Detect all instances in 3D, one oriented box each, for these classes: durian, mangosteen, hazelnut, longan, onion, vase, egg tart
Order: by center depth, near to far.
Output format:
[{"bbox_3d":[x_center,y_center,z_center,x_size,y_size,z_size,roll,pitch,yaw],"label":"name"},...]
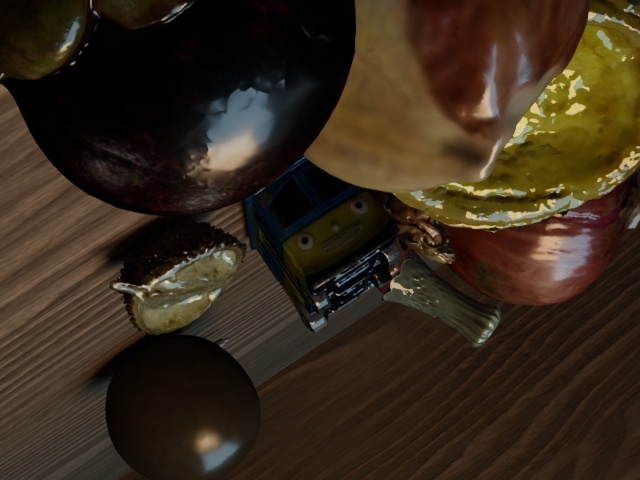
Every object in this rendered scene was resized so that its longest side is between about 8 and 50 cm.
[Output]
[{"bbox_3d":[-0.081,-0.114,0.536,0.210,0.210,0.210,-33,169,-7],"label":"mangosteen"},{"bbox_3d":[0.072,-0.150,0.691,0.261,0.241,0.261,-27,164,-8],"label":"hazelnut"},{"bbox_3d":[0.208,-0.160,1.054,0.345,0.132,0.345,-1,133,-1],"label":"egg tart"},{"bbox_3d":[-0.177,0.031,1.149,0.188,0.091,0.148,-13,144,-54],"label":"durian"},{"bbox_3d":[0.163,0.082,1.316,0.081,0.148,0.081,-58,175,-9],"label":"vase"},{"bbox_3d":[0.268,-0.078,1.323,0.353,0.354,0.353,-33,169,-7],"label":"onion"},{"bbox_3d":[-0.229,0.282,1.642,0.258,0.258,0.258,-33,169,-7],"label":"longan"}]

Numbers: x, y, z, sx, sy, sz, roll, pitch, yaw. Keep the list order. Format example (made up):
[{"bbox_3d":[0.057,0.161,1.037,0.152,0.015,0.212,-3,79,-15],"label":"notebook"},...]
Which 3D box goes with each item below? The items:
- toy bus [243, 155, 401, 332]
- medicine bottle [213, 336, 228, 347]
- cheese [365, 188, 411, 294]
[{"bbox_3d":[0.000,0.000,1.294,0.138,0.175,0.288,-33,169,-10],"label":"toy bus"},{"bbox_3d":[-0.261,0.242,1.908,0.199,0.058,0.057,-33,169,-11],"label":"medicine bottle"},{"bbox_3d":[0.051,-0.007,1.509,0.177,0.203,0.128,-7,-176,27],"label":"cheese"}]
